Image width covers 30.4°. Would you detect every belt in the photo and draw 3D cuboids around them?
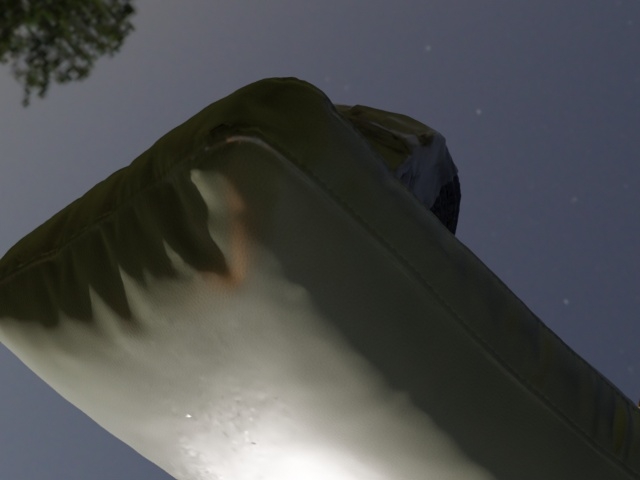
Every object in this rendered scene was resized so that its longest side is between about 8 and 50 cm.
[{"bbox_3d":[0.000,0.000,0.914,0.164,0.184,0.289,10,-153,22],"label":"belt"}]

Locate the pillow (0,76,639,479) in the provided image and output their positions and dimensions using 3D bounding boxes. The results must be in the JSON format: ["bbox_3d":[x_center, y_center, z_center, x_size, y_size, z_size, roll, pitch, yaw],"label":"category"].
[{"bbox_3d":[0.011,0.076,0.592,0.255,0.322,0.120,-27,-150,45],"label":"pillow"}]

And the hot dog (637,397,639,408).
[{"bbox_3d":[0.445,0.149,1.399,0.092,0.062,0.236,-108,-152,-49],"label":"hot dog"}]
